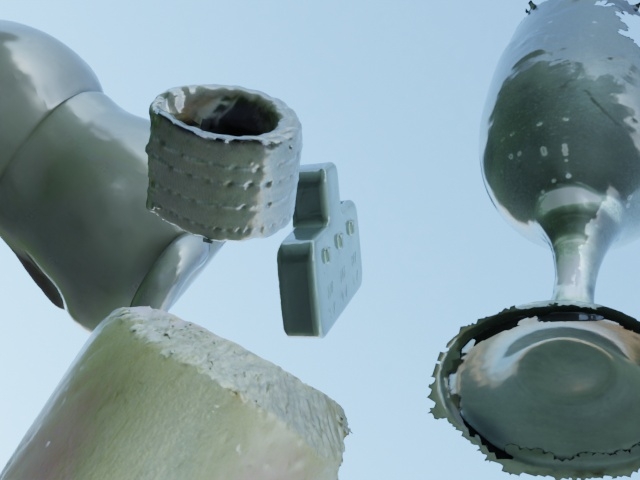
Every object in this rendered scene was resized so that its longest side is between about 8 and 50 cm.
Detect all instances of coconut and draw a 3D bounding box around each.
[{"bbox_3d":[-0.069,0.119,0.568,0.147,0.153,0.147,25,-16,8],"label":"coconut"}]

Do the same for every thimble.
[{"bbox_3d":[-0.072,-0.061,0.961,0.102,0.115,0.090,-92,-173,-55],"label":"thimble"}]

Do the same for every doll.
[{"bbox_3d":[-0.236,-0.057,1.241,0.370,0.215,0.226,37,-5,15],"label":"doll"}]

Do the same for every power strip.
[{"bbox_3d":[0.001,0.000,1.617,0.059,0.265,0.194,-2,-77,13],"label":"power strip"}]

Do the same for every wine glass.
[{"bbox_3d":[0.151,-0.019,0.766,0.143,0.321,0.143,7,-44,7],"label":"wine glass"}]
